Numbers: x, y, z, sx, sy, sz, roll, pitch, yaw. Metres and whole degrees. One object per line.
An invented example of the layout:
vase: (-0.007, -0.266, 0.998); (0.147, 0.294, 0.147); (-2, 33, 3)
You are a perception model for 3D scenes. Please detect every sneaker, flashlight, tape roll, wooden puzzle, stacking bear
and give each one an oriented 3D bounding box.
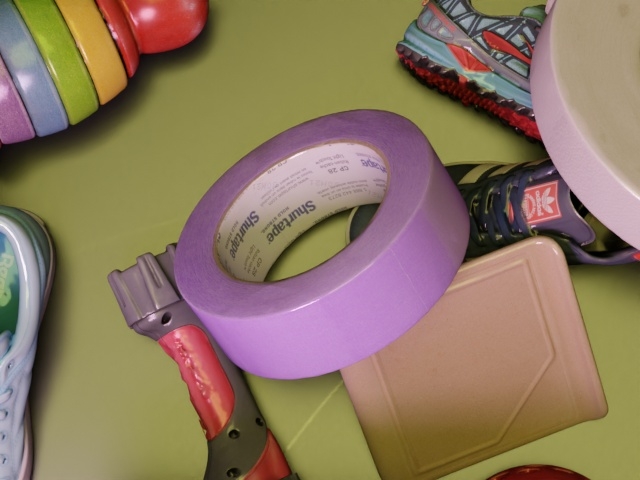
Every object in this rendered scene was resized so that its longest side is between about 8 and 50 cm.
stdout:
sneaker: (0.213, -0.176, 1.920); (0.262, 0.104, 0.125); (29, 84, 5)
flashlight: (-0.116, 0.156, 1.897); (0.103, 0.103, 0.304); (-28, 85, 2)
tape roll: (0.391, -0.140, 1.841); (0.392, 0.072, 0.392); (6, 59, -10)
sneaker: (-0.347, 0.140, 1.883); (0.135, 0.150, 0.366); (5, 84, 4)
wooden puzzle: (0.143, 0.119, 1.877); (0.239, 0.044, 0.221); (-19, 118, 2)
stacking bear: (-0.249, -0.205, 1.921); (0.289, 0.175, 0.164); (-27, 81, -8)
tape roll: (0.000, 0.000, 1.828); (0.275, 0.275, 0.090); (-34, 124, -2)
sneaker: (0.196, -0.028, 1.880); (0.350, 0.148, 0.131); (-8, 83, 2)

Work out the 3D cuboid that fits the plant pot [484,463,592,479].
plant pot: (0.213, 0.307, 1.832); (0.191, 0.174, 0.191); (0, 81, 2)
